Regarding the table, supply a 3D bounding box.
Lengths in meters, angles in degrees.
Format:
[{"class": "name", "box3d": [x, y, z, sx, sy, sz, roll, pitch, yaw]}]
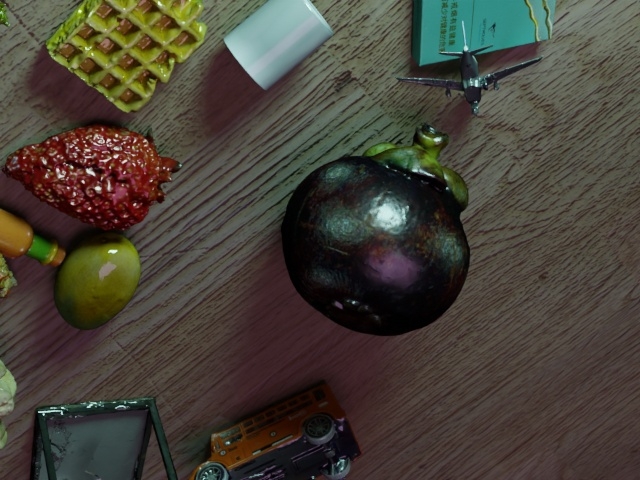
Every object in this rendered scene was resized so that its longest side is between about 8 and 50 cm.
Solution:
[{"class": "table", "box3d": [-0.393, 0.501, 1.987, 0.222, 0.272, 0.335, -2, 128, -23]}]

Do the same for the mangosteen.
[{"class": "mangosteen", "box3d": [0.093, -0.005, 1.782, 0.330, 0.330, 0.330, -12, 131, -14]}]

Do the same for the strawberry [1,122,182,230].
[{"class": "strawberry", "box3d": [-0.334, -0.098, 1.634, 0.228, 0.098, 0.174, 19, 117, -35]}]

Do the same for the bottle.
[{"class": "bottle", "box3d": [-0.467, -0.006, 1.673, 0.187, 0.069, 0.069, 29, 112, -40]}]

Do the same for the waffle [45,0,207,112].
[{"class": "waffle", "box3d": [-0.249, -0.292, 1.541, 0.211, 0.055, 0.160, -42, 131, 11]}]

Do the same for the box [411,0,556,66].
[{"class": "box", "box3d": [0.253, -0.364, 1.710, 0.229, 0.041, 0.162, -14, 133, -13]}]

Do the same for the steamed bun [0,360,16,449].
[{"class": "steamed bun", "box3d": [-0.629, 0.248, 1.772, 0.292, 0.137, 0.295, -47, 136, 16]}]

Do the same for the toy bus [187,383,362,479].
[{"class": "toy bus", "box3d": [-0.098, 0.409, 2.123, 0.329, 0.153, 0.143, -25, 132, -5]}]

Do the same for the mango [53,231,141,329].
[{"class": "mango", "box3d": [-0.357, 0.070, 1.776, 0.130, 0.091, 0.194, -2, 137, -25]}]

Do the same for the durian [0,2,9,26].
[{"class": "durian", "box3d": [-0.501, -0.301, 1.413, 0.215, 0.086, 0.100, -2, 142, -25]}]

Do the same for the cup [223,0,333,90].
[{"class": "cup", "box3d": [-0.060, -0.295, 1.610, 0.133, 0.136, 0.099, -39, 98, 9]}]

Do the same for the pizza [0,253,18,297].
[{"class": "pizza", "box3d": [-0.524, 0.052, 1.669, 0.188, 0.062, 0.199, -1, 159, 28]}]

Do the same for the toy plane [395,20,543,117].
[{"class": "toy plane", "box3d": [0.234, -0.255, 1.739, 0.226, 0.058, 0.226, -7, 155, 9]}]
